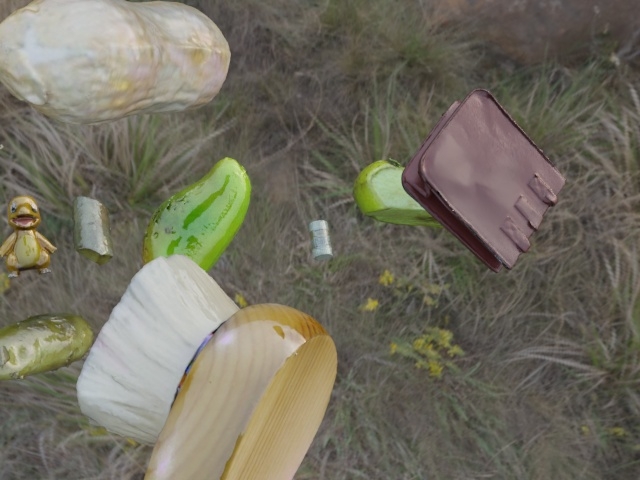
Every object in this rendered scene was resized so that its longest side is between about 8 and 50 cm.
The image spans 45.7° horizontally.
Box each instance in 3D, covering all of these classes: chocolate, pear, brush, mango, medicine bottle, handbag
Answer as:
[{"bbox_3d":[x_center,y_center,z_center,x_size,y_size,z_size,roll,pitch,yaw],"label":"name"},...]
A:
[{"bbox_3d":[-0.197,-0.188,0.788,0.134,0.134,0.309,44,26,12],"label":"chocolate"},{"bbox_3d":[0.221,-0.123,1.974,0.255,0.238,0.164,3,80,17],"label":"pear"},{"bbox_3d":[-0.112,0.160,0.638,0.166,0.174,0.267,20,74,22],"label":"brush"},{"bbox_3d":[-0.194,-0.026,1.178,0.125,0.111,0.233,31,94,-10],"label":"mango"},{"bbox_3d":[0.000,0.000,1.761,0.047,0.047,0.083,-6,72,-9],"label":"medicine bottle"},{"bbox_3d":[0.309,-0.113,1.417,0.275,0.084,0.260,42,62,-12],"label":"handbag"}]

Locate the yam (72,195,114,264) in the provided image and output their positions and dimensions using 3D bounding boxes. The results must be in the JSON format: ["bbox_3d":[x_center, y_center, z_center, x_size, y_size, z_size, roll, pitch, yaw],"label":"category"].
[{"bbox_3d":[-0.416,-0.014,1.381,0.069,0.070,0.147,-9,56,-11],"label":"yam"}]

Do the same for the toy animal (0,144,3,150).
[{"bbox_3d":[-0.621,-0.121,1.332,0.098,0.098,0.137,27,95,5],"label":"toy animal"}]

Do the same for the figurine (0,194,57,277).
[{"bbox_3d":[-0.635,-0.013,1.638,0.121,0.122,0.176,-4,107,-22],"label":"figurine"}]

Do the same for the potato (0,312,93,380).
[{"bbox_3d":[-0.442,0.165,1.173,0.117,0.225,0.090,-1,95,20],"label":"potato"}]
